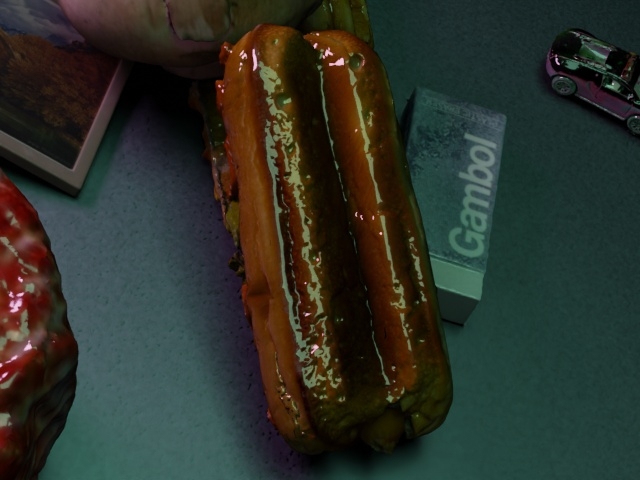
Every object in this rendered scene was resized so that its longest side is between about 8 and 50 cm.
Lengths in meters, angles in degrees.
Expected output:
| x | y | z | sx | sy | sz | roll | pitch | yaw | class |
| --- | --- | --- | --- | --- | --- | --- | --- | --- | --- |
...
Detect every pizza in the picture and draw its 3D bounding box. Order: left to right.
| x | y | z | sx | sy | sz | roll | pitch | yaw | class |
| --- | --- | --- | --- | --- | --- | --- | --- | --- | --- |
| -0.036 | -0.060 | 1.218 | 0.184 | 0.036 | 0.176 | 15 | 52 | -5 | pizza |

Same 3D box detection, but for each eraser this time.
| x | y | z | sx | sy | sz | roll | pitch | yaw | class |
| --- | --- | --- | --- | --- | --- | --- | --- | --- | --- |
| 0.106 | -0.035 | 1.243 | 0.091 | 0.046 | 0.213 | 17 | 53 | -7 | eraser |

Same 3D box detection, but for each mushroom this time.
| x | y | z | sx | sy | sz | roll | pitch | yaw | class |
| --- | --- | --- | --- | --- | --- | --- | --- | --- | --- |
| -0.107 | -0.229 | 1.204 | 0.254 | 0.184 | 0.255 | 2 | 39 | -2 | mushroom |

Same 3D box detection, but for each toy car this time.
| x | y | z | sx | sy | sz | roll | pitch | yaw | class |
| --- | --- | --- | --- | --- | --- | --- | --- | --- | --- |
| 0.288 | -0.157 | 1.385 | 0.142 | 0.055 | 0.069 | 28 | 56 | 2 | toy car |

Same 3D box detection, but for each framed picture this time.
| x | y | z | sx | sy | sz | roll | pitch | yaw | class |
| --- | --- | --- | --- | --- | --- | --- | --- | --- | --- |
| -0.280 | -0.164 | 1.181 | 0.250 | 0.016 | 0.184 | 31 | 50 | -17 | framed picture |

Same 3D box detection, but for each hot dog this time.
| x | y | z | sx | sy | sz | roll | pitch | yaw | class |
| --- | --- | --- | --- | --- | --- | --- | --- | --- | --- |
| -0.004 | -0.247 | 1.330 | 0.076 | 0.102 | 0.249 | -20 | 53 | 18 | hot dog |
| 0.000 | 0.000 | 1.113 | 0.158 | 0.117 | 0.349 | -5 | 76 | -32 | hot dog |

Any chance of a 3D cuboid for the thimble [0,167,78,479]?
| x | y | z | sx | sy | sz | roll | pitch | yaw | class |
| --- | --- | --- | --- | --- | --- | --- | --- | --- | --- |
| -0.331 | 0.078 | 0.907 | 0.350 | 0.231 | 0.350 | 8 | 57 | -12 | thimble |
